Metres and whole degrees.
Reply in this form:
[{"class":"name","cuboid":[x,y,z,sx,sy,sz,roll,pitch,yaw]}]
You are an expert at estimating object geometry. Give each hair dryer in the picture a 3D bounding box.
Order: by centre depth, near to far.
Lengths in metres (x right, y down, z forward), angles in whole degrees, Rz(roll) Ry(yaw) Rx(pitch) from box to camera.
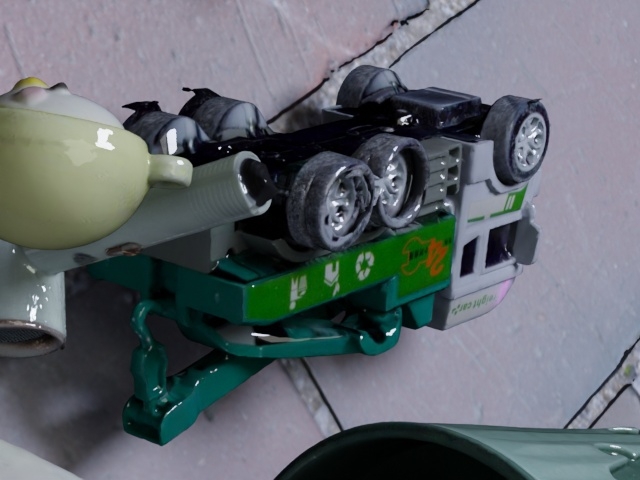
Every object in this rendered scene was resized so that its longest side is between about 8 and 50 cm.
[{"class":"hair dryer","cuboid":[-0.123,-0.019,1.033,0.073,0.236,0.131,19,63,-48]}]

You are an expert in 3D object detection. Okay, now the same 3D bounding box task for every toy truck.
[{"class":"toy truck","cuboid":[0.002,-0.008,1.189,0.363,0.177,0.178,-22,121,-49]}]

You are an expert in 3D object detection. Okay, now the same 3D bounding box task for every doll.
[{"class":"doll","cuboid":[-0.215,-0.052,0.954,0.296,0.141,0.117,0,77,-8]}]

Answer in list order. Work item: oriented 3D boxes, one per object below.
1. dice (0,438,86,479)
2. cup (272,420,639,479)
[{"class":"dice","cuboid":[-0.155,0.261,0.825,0.304,0.304,0.277,40,63,-22]},{"class":"cup","cuboid":[0.184,0.292,1.148,0.392,0.310,0.401,1,42,-48]}]
